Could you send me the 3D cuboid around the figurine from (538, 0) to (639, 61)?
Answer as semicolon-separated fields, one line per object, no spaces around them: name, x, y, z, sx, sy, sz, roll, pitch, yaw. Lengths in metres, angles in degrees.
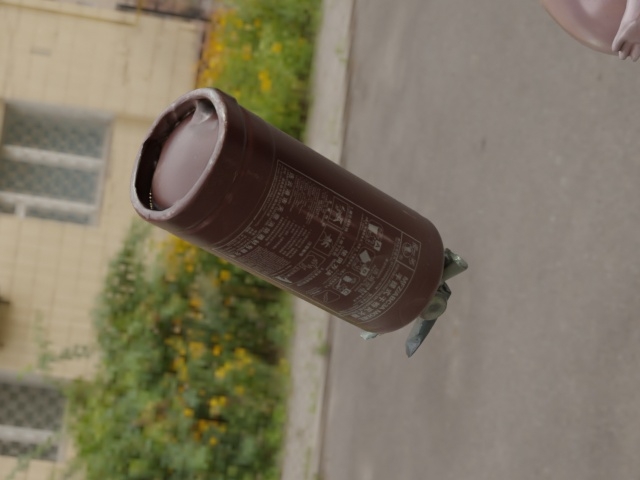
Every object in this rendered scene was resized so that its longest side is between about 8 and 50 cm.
figurine;0.205;-0.226;0.815;0.176;0.186;0.287;61;-177;38

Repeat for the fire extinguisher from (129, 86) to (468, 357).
fire extinguisher;0.000;0.000;0.917;0.104;0.269;0.105;-27;50;36
